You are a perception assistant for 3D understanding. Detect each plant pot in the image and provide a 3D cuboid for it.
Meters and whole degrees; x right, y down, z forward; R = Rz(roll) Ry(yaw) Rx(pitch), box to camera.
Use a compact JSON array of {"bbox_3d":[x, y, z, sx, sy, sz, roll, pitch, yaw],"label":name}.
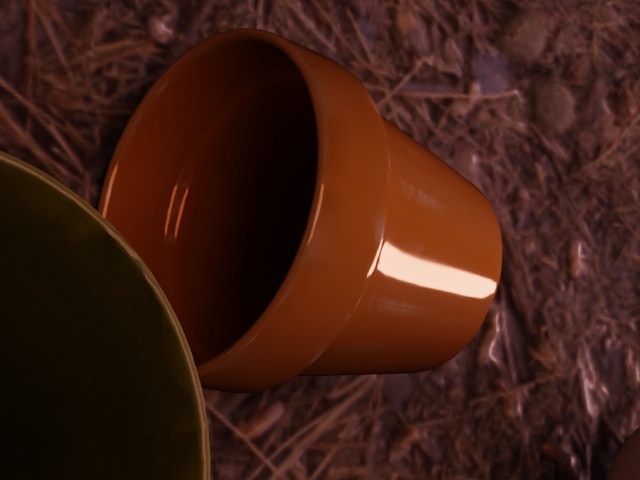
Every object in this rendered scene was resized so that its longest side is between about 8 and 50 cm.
[{"bbox_3d":[0.000,0.000,1.059,0.188,0.205,0.205,18,74,-40],"label":"plant pot"},{"bbox_3d":[-0.239,0.116,0.845,0.274,0.293,0.275,7,74,-28],"label":"plant pot"}]

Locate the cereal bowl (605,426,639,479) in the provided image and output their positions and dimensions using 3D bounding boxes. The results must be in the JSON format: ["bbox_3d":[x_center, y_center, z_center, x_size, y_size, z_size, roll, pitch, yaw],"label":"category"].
[{"bbox_3d":[0.286,0.262,1.115,0.141,0.339,0.339,-40,104,13],"label":"cereal bowl"}]
